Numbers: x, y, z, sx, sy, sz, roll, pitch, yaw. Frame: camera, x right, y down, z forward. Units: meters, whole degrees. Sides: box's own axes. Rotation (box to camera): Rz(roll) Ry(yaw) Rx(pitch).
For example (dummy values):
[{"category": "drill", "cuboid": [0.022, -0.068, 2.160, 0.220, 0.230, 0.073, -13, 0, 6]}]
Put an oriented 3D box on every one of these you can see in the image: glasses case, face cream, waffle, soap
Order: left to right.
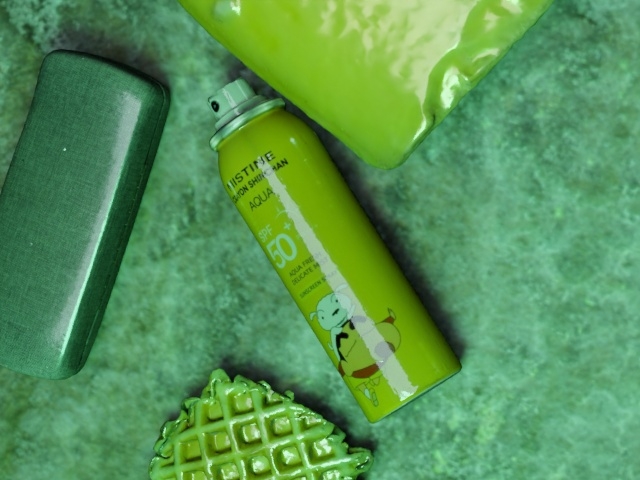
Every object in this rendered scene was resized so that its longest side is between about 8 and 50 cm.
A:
[{"category": "glasses case", "cuboid": [-0.254, -0.025, 1.719, 0.131, 0.074, 0.323, 20, 96, 13]}, {"category": "waffle", "cuboid": [-0.067, 0.238, 1.684, 0.214, 0.054, 0.208, 31, 102, 10]}, {"category": "face cream", "cuboid": [0.000, 0.000, 1.636, 0.105, 0.105, 0.348, -33, 83, 13]}, {"category": "soap", "cuboid": [0.008, -0.293, 1.623, 0.427, 0.115, 0.306, 47, 106, 10]}]
